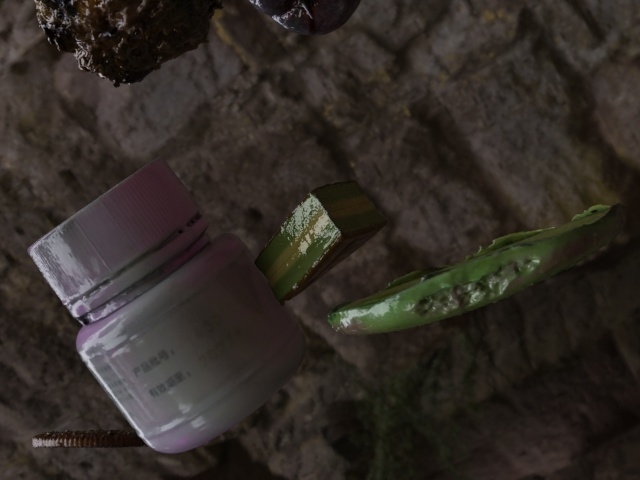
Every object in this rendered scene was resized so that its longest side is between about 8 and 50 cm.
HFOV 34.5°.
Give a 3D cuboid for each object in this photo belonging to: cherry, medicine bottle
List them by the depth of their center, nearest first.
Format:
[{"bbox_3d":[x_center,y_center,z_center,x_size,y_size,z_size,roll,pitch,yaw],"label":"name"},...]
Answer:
[{"bbox_3d":[-0.021,-0.328,1.217,0.176,0.140,0.176,30,-138,-32],"label":"cherry"},{"bbox_3d":[-0.187,0.076,1.254,0.302,0.241,0.241,56,-158,-9],"label":"medicine bottle"}]

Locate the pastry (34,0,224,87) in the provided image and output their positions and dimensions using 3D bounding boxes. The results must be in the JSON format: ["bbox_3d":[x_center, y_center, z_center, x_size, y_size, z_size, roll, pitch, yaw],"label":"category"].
[{"bbox_3d":[-0.243,-0.322,1.332,0.193,0.275,0.275,39,-173,34],"label":"pastry"}]

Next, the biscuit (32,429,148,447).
[{"bbox_3d":[-0.299,0.281,1.466,0.206,0.126,0.025,3,-101,-22],"label":"biscuit"}]

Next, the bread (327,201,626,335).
[{"bbox_3d":[0.148,0.031,0.977,0.045,0.301,0.301,70,-159,0],"label":"bread"}]

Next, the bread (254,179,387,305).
[{"bbox_3d":[-0.003,0.003,1.200,0.084,0.139,0.074,-15,-118,-48],"label":"bread"}]
